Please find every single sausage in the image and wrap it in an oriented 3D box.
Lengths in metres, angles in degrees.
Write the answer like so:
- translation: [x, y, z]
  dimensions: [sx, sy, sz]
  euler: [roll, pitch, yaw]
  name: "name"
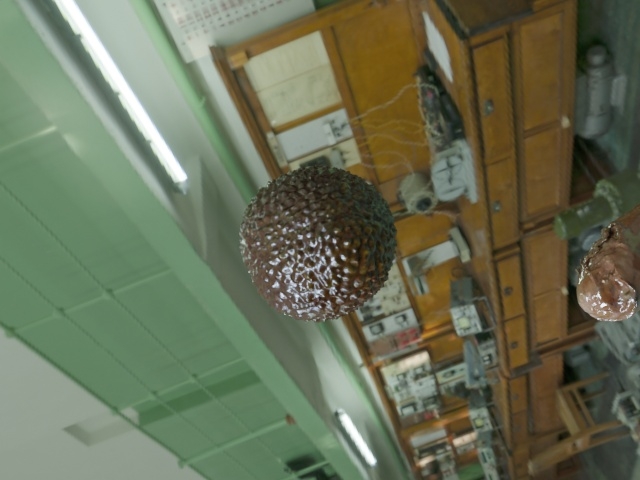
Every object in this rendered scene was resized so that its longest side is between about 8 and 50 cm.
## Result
- translation: [0.349, -0.021, 0.668]
  dimensions: [0.078, 0.304, 0.078]
  euler: [36, 146, 29]
  name: "sausage"

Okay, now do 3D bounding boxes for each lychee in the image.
- translation: [-0.004, 0.003, 0.760]
  dimensions: [0.194, 0.194, 0.194]
  euler: [-21, -90, -87]
  name: "lychee"
